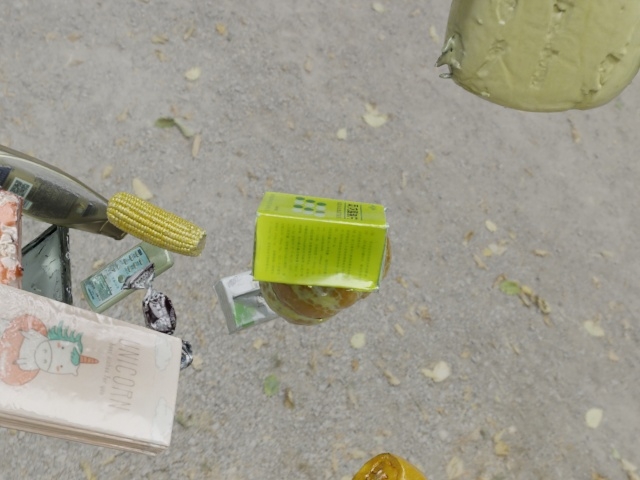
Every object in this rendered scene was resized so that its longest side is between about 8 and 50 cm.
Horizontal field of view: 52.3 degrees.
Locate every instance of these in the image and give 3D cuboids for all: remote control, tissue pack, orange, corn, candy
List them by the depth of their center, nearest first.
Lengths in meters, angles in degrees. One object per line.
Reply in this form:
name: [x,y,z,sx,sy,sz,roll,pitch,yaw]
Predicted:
tissue pack: [-0.343,0.168,0.859,0.325,0.071,0.170,24,47,-30]
corn: [-0.270,-0.024,1.079,0.165,0.085,0.063,23,53,2]
candy: [-0.309,0.152,1.233,0.094,0.051,0.226,-17,77,-15]
orange: [0.006,0.046,1.494,0.249,0.329,0.329,51,49,-2]
remote control: [-0.473,0.081,1.598,0.233,0.038,0.098,-34,67,0]
tissue pack: [-0.168,0.158,1.897,0.229,0.145,0.159,-15,83,-29]

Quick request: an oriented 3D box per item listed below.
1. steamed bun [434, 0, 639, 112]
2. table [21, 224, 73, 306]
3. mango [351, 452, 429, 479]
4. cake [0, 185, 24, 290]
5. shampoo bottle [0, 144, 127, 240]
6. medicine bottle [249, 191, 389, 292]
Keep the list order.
steamed bun: [0.304,-0.302,0.892,0.273,0.232,0.166,8,44,11]
table: [-0.748,0.086,1.482,0.272,0.222,0.335,32,32,-49]
mango: [0.117,0.482,0.965,0.187,0.144,0.359,-4,101,-32]
cake: [-0.489,0.034,0.997,0.135,0.098,0.287,-23,84,-35]
shampoo bottle: [-0.583,-0.093,1.438,0.350,0.125,0.084,26,14,-35]
medicine bottle: [0.000,0.000,1.232,0.250,0.141,0.137,5,17,0]
